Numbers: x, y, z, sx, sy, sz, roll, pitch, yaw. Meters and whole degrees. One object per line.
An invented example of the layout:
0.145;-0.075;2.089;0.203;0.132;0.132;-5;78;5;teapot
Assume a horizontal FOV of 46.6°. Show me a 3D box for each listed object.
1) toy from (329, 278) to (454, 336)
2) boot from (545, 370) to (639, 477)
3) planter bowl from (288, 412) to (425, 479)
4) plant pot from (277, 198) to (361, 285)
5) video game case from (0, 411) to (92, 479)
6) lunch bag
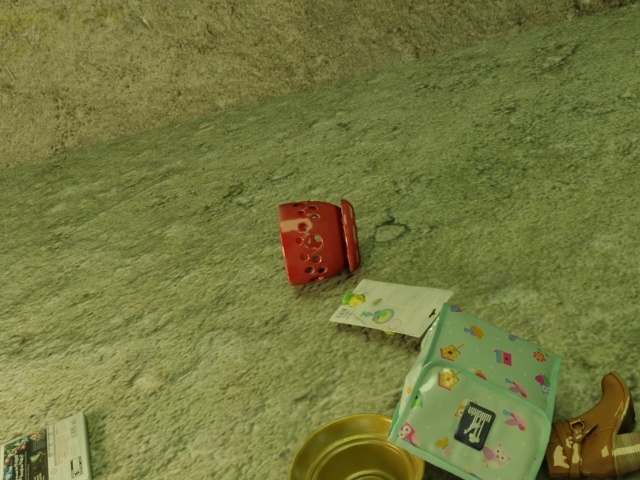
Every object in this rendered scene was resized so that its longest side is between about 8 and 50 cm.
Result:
0.148;0.149;1.527;0.237;0.056;0.137;8;44;42;toy
0.421;0.289;1.178;0.152;0.073;0.197;-14;27;16;boot
0.066;0.385;1.174;0.217;0.090;0.217;-13;32;8;planter bowl
0.000;0.000;1.700;0.174;0.191;0.191;-8;33;4;plant pot
-0.534;0.433;1.442;0.173;0.022;0.190;-22;34;-9;video game case
0.239;0.256;1.158;0.223;0.160;0.262;26;41;6;lunch bag
